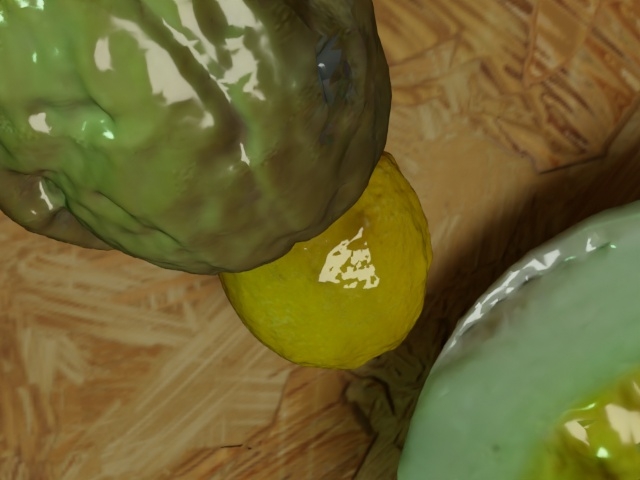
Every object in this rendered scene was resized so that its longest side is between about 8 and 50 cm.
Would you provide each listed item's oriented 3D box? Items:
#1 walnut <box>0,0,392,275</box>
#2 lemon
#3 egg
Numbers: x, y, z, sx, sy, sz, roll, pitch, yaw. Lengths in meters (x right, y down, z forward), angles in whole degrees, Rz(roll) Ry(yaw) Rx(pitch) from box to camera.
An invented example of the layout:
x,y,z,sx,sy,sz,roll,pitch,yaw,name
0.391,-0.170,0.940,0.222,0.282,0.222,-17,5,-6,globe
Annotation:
x,y,z,sx,sy,sz,roll,pitch,yaw,name
-0.068,-0.088,0.676,0.198,0.198,0.245,-37,142,-6,walnut
0.000,0.000,0.831,0.114,0.114,0.155,-30,132,-13,lemon
0.255,0.185,0.978,0.354,0.354,0.340,-44,147,0,egg
